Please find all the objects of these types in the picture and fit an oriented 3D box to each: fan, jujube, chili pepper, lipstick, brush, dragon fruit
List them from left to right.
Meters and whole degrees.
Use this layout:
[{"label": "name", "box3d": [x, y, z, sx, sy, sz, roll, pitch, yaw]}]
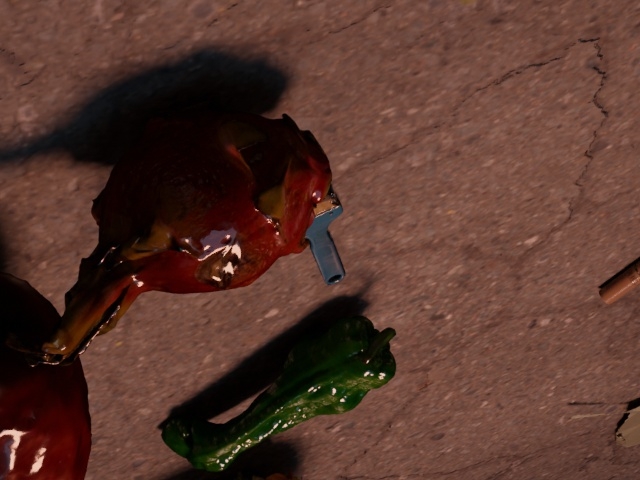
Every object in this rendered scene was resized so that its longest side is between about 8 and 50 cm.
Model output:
[{"label": "jujube", "box3d": [-0.275, 0.155, 1.313, 0.223, 0.223, 0.318, -7, 146, -31]}, {"label": "dragon fruit", "box3d": [-0.101, 0.000, 1.216, 0.246, 0.125, 0.125, -43, 164, -15]}, {"label": "chili pepper", "box3d": [-0.028, 0.136, 1.624, 0.257, 0.074, 0.100, -35, 152, 23]}, {"label": "brush", "box3d": [0.000, 0.000, 1.463, 0.051, 0.014, 0.164, -23, 155, 0]}, {"label": "lipstick", "box3d": [0.306, 0.029, 1.767, 0.094, 0.019, 0.019, -40, 150, 28]}, {"label": "fan", "box3d": [0.378, 0.195, 2.147, 0.310, 0.010, 0.182, 4, 142, -48]}]

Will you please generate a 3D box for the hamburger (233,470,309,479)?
[{"label": "hamburger", "box3d": [-0.049, 0.369, 1.821, 0.179, 0.276, 0.294, -7, 156, -10]}]
